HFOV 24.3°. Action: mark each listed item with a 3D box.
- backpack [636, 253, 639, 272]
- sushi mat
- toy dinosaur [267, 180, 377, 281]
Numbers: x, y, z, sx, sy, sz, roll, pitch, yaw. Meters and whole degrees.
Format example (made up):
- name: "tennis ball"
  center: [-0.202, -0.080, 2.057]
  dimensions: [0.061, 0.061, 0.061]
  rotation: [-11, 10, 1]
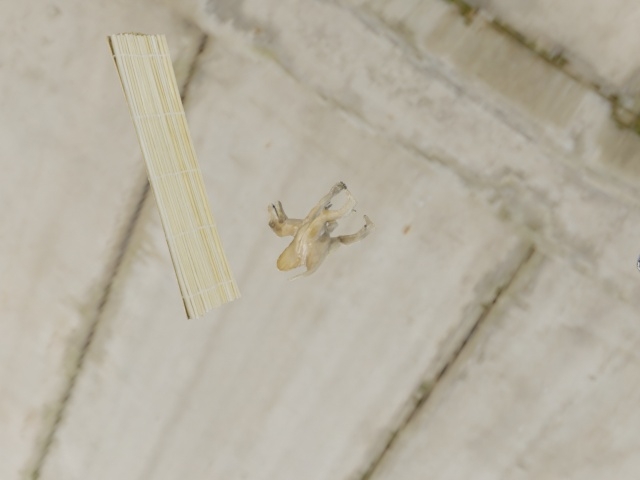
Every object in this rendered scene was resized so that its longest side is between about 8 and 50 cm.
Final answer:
- name: "backpack"
  center: [0.418, -0.018, 1.214]
  dimensions: [0.263, 0.213, 0.276]
  rotation: [2, -30, -24]
- name: "sushi mat"
  center: [-0.158, -0.075, 1.617]
  dimensions: [0.019, 0.151, 0.316]
  rotation: [-14, -85, 18]
- name: "toy dinosaur"
  center: [0.000, 0.000, 1.292]
  dimensions: [0.092, 0.183, 0.053]
  rotation: [-37, -69, 3]
